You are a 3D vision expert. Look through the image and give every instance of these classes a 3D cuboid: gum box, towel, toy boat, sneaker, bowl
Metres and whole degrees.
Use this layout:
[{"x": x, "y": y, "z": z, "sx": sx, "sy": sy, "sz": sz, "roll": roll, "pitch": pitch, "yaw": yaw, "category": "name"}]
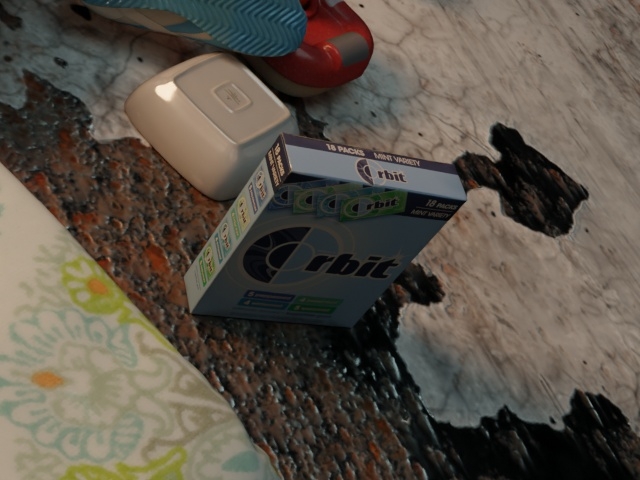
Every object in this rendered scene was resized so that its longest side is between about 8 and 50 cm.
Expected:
[{"x": 0.000, "y": 0.000, "z": 0.817, "sx": 0.157, "sy": 0.184, "sz": 0.041, "roll": 8, "pitch": 49, "yaw": -30, "category": "gum box"}, {"x": -0.223, "y": 0.089, "z": 0.546, "sx": 0.374, "sy": 0.090, "sz": 0.320, "roll": 47, "pitch": 38, "yaw": 6, "category": "towel"}, {"x": -0.030, "y": -0.270, "z": 1.064, "sx": 0.231, "sy": 0.151, "sz": 0.151, "roll": 47, "pitch": 42, "yaw": 10, "category": "toy boat"}, {"x": -0.124, "y": -0.233, "z": 0.986, "sx": 0.228, "sy": 0.087, "sz": 0.092, "roll": 15, "pitch": 3, "yaw": -10, "category": "sneaker"}, {"x": -0.091, "y": -0.116, "z": 0.959, "sx": 0.142, "sy": 0.053, "sz": 0.142, "roll": 46, "pitch": 43, "yaw": 7, "category": "bowl"}]
